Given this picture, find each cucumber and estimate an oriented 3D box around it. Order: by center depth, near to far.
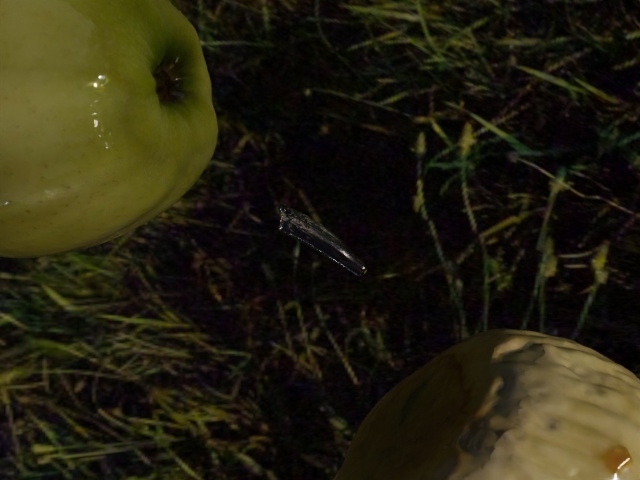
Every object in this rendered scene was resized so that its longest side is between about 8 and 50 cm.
[{"bbox_3d":[0.001,-0.002,1.065,0.135,0.033,0.034,28,101,-4],"label":"cucumber"}]

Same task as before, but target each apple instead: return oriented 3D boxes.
[{"bbox_3d":[-0.232,-0.114,0.725,0.279,0.279,0.279,-5,81,37],"label":"apple"}]

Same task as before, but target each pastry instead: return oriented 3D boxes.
[{"bbox_3d":[0.182,0.285,0.840,0.313,0.388,0.388,39,113,-8],"label":"pastry"}]
